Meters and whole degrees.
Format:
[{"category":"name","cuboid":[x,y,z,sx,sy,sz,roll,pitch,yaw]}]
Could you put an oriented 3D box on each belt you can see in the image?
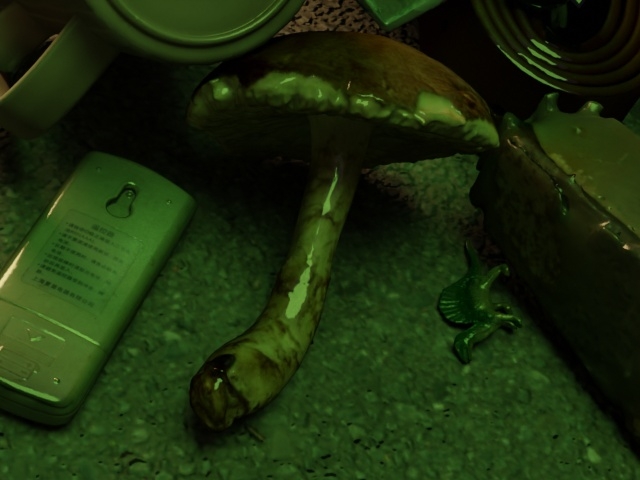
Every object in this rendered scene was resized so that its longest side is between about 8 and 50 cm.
[{"category":"belt","cuboid":[0.202,-0.217,1.308,0.217,0.122,0.338,16,50,-9]}]

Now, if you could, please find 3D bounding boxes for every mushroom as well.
[{"category":"mushroom","cuboid":[-0.020,-0.025,1.071,0.208,0.233,0.301,38,92,25]}]

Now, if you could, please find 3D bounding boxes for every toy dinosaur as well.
[{"category":"toy dinosaur","cuboid":[0.120,0.042,1.126,0.060,0.029,0.119,-5,53,-8]}]

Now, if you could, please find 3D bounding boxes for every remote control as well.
[{"category":"remote control","cuboid":[-0.174,0.028,1.021,0.098,0.038,0.233,25,47,1]}]

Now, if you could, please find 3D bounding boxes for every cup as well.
[{"category":"cup","cuboid":[-0.165,-0.231,1.061,0.288,0.208,0.273,-31,27,-18]}]

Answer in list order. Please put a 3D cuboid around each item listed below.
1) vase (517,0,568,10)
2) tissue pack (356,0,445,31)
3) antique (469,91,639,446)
[{"category":"vase","cuboid":[0.188,-0.274,1.226,0.059,0.059,0.167,12,52,-11]},{"category":"tissue pack","cuboid":[0.042,-0.338,1.222,0.198,0.146,0.263,49,18,-37]},{"category":"antique","cuboid":[0.238,0.011,1.110,0.125,0.150,0.284,-20,60,-37]}]
